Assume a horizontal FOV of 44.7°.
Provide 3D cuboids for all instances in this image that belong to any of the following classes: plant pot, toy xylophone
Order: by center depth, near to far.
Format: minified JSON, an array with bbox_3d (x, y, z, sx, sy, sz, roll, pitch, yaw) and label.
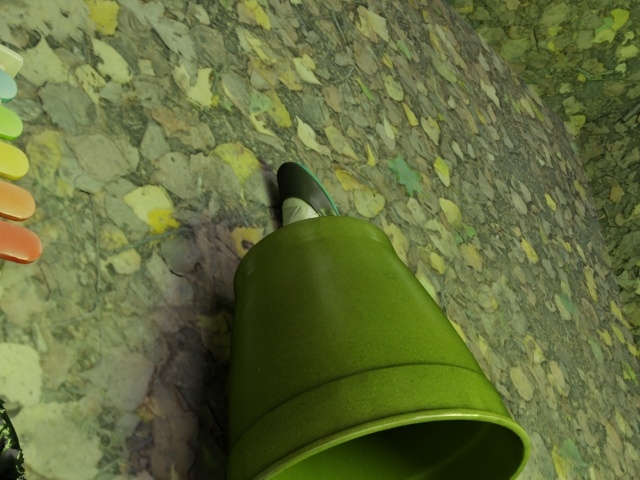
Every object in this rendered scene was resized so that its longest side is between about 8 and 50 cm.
[{"bbox_3d":[-0.419,-0.096,0.812,0.236,0.081,0.323,15,53,-47],"label":"toy xylophone"},{"bbox_3d":[0.028,0.169,1.013,0.366,0.366,0.353,26,34,-41],"label":"plant pot"}]

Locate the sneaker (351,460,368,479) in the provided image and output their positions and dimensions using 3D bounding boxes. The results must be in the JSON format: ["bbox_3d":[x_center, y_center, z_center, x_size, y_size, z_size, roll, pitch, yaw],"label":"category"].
[{"bbox_3d":[0.065,0.320,1.144,0.081,0.080,0.211,15,52,-51],"label":"sneaker"}]

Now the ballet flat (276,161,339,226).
[{"bbox_3d":[0.000,0.000,1.296,0.280,0.095,0.096,56,45,-7],"label":"ballet flat"}]

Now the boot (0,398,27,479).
[{"bbox_3d":[-0.321,0.155,0.638,0.094,0.207,0.247,22,49,-44],"label":"boot"}]
